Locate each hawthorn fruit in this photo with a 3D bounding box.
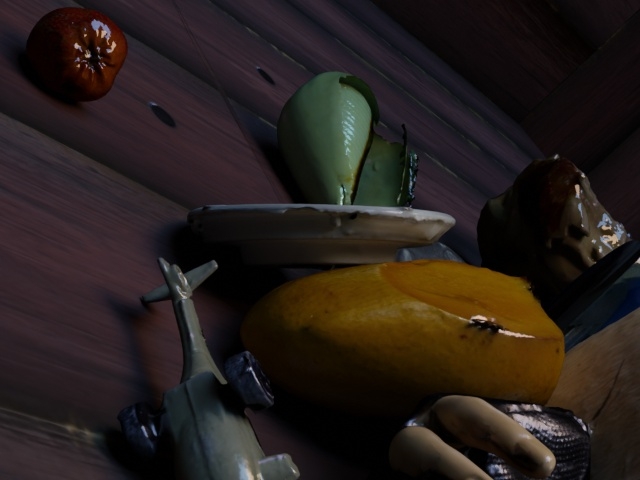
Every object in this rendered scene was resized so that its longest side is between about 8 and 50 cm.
[{"bbox_3d":[-0.221,-0.170,1.027,0.093,0.093,0.093,41,17,-16],"label":"hawthorn fruit"}]

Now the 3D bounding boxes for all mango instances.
[{"bbox_3d":[0.057,0.085,0.936,0.257,0.138,0.187,6,7,-12],"label":"mango"}]

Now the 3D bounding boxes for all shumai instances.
[{"bbox_3d":[0.310,0.025,1.552,0.283,0.217,0.346,33,21,-55],"label":"shumai"}]

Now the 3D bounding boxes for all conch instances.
[{"bbox_3d":[0.042,-0.088,1.350,0.143,0.137,0.250,25,27,-52],"label":"conch"}]

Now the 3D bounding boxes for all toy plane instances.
[{"bbox_3d":[-0.073,0.101,0.741,0.108,0.092,0.286,60,3,-44],"label":"toy plane"}]

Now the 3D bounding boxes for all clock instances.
[{"bbox_3d":[0.000,0.000,1.006,0.236,0.236,0.053,6,86,-65],"label":"clock"}]

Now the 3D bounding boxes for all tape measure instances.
[{"bbox_3d":[0.320,0.131,1.322,0.138,0.259,0.262,47,12,3],"label":"tape measure"}]

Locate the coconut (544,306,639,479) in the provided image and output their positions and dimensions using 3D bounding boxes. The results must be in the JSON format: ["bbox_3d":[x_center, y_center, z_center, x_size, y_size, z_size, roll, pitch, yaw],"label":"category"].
[{"bbox_3d":[0.361,0.204,0.946,0.346,0.360,0.346,26,46,-30],"label":"coconut"}]

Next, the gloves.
[{"bbox_3d":[0.094,0.203,0.780,0.301,0.152,0.197,17,70,-67],"label":"gloves"}]

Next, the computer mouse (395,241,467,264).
[{"bbox_3d":[0.130,0.154,1.105,0.167,0.090,0.379,7,53,-50],"label":"computer mouse"}]
